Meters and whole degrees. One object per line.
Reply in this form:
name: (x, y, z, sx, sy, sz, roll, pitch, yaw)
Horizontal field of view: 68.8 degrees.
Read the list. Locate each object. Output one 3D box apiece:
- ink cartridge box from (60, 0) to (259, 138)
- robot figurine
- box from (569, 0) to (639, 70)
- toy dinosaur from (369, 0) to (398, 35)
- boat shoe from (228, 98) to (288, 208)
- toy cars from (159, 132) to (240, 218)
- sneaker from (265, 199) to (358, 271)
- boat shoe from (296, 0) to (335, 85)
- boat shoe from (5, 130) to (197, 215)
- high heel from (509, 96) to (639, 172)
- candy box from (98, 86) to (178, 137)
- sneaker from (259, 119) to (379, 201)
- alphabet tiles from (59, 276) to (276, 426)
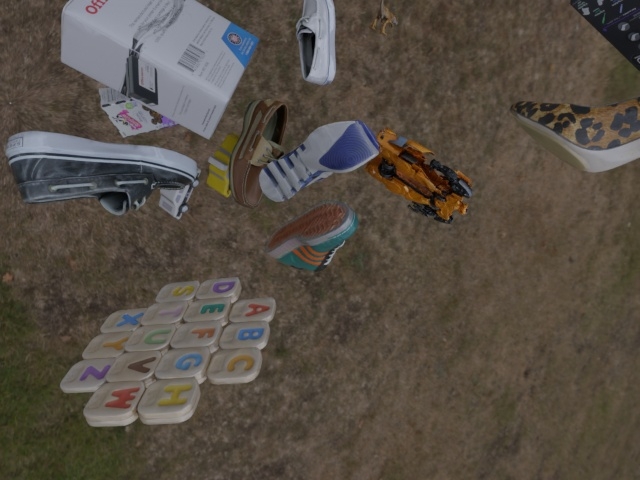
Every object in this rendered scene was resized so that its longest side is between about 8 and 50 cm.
ink cartridge box: (-0.396, -0.488, 1.193, 0.395, 0.166, 0.285, 27, 52, -17)
robot figurine: (0.257, -0.161, 1.199, 0.085, 0.291, 0.211, -52, 169, -24)
box: (0.770, -0.571, 1.115, 0.270, 0.143, 0.165, 36, 79, -12)
toy dinosaur: (0.210, -0.762, 1.569, 0.112, 0.064, 0.211, -68, 164, 11)
boat shoe: (-0.167, -0.253, 1.319, 0.123, 0.120, 0.323, 20, 77, -53)
toy cars: (-0.380, -0.199, 1.460, 0.087, 0.394, 0.176, -4, 75, -64)
sneaker: (0.000, 0.000, 1.043, 0.121, 0.302, 0.108, 35, 62, -24)
boat shoe: (-0.017, -0.527, 1.180, 0.084, 0.095, 0.258, -7, 89, -38)
boat shoe: (-0.355, -0.100, 0.805, 0.335, 0.121, 0.119, -4, 87, -54)
high heel: (0.390, -0.173, 0.587, 0.093, 0.261, 0.186, 24, 106, -50)
candy box: (-0.545, -0.408, 1.434, 0.196, 0.165, 0.070, -14, 70, -4)
sneaker: (0.002, -0.221, 1.207, 0.127, 0.316, 0.182, 61, 29, -12)
alphabet tiles: (-0.211, 0.143, 0.676, 0.278, 0.284, 0.021, -5, 119, 8)
